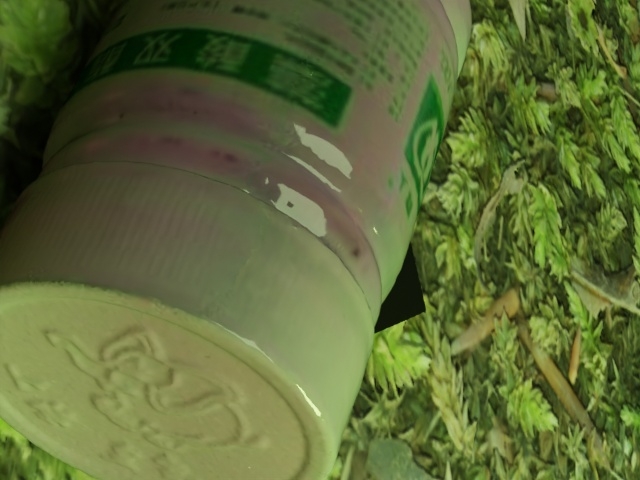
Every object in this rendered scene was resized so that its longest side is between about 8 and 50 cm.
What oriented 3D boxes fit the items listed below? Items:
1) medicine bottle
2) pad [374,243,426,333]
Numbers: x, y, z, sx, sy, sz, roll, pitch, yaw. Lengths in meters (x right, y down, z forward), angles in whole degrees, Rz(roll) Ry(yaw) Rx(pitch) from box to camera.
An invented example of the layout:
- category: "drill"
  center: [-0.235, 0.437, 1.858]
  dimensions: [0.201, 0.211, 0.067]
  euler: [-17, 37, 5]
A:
- category: "medicine bottle"
  center: [-0.046, -0.038, 0.747]
  dimensions: [0.212, 0.212, 0.326]
  euler: [50, 45, -34]
- category: "pad"
  center: [0.000, 0.000, 0.974]
  dimensions: [0.245, 0.006, 0.170]
  euler: [-17, 94, -55]
